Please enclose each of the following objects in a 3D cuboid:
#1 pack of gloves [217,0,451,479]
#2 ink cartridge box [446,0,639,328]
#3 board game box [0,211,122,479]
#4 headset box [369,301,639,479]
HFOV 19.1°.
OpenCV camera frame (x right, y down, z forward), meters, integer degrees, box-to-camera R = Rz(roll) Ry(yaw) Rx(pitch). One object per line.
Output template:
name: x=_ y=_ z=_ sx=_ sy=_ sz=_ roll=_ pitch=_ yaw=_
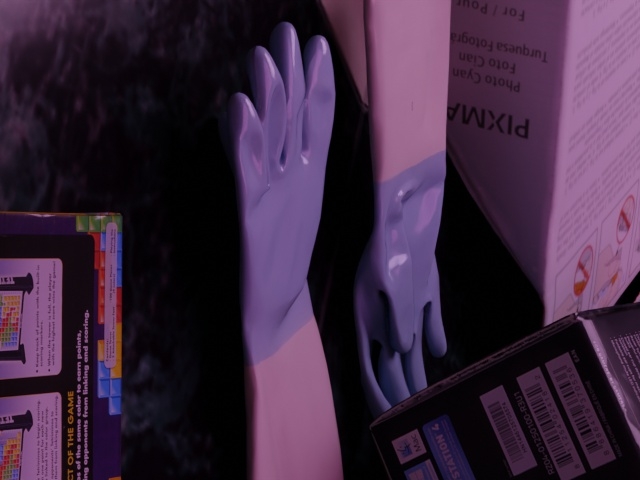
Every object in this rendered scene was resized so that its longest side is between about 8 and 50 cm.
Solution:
pack of gloves: x=0.000 y=0.000 z=0.867 sx=0.195 sy=0.046 sz=0.232 roll=-32 pitch=126 yaw=-56
ink cartridge box: x=0.152 y=-0.096 z=1.103 sx=0.308 sy=0.091 sz=0.385 roll=-42 pitch=142 yaw=-52
board game box: x=-0.126 y=0.074 z=0.632 sx=0.141 sy=0.048 sz=0.170 roll=2 pitch=88 yaw=-57
headset box: x=0.192 y=0.156 z=0.942 sx=0.283 sy=0.131 sz=0.246 roll=-8 pitch=71 yaw=-54
